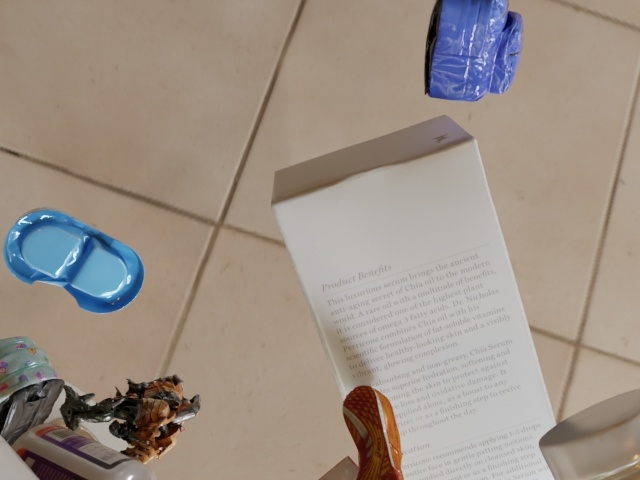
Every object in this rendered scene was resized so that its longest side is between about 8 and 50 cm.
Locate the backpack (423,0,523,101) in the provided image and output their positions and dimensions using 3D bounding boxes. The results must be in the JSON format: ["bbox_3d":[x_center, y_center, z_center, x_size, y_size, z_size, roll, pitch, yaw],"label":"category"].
[{"bbox_3d":[0.163,-0.220,0.943,0.101,0.120,0.098,5,36,8],"label":"backpack"}]

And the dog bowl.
[{"bbox_3d":[-0.512,0.035,1.859,0.297,0.074,0.166,30,98,-29],"label":"dog bowl"}]

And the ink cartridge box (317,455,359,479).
[{"bbox_3d":[0.050,0.432,1.344,0.115,0.067,0.198,-38,127,-12],"label":"ink cartridge box"}]

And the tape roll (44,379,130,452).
[{"bbox_3d":[-0.446,0.422,1.572,0.072,0.392,0.392,-32,80,11],"label":"tape roll"}]

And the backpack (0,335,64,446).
[{"bbox_3d":[-0.445,0.223,1.253,0.115,0.182,0.152,48,30,15],"label":"backpack"}]

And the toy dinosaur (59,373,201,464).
[{"bbox_3d":[-0.313,0.305,1.496,0.219,0.322,0.164,-10,84,1],"label":"toy dinosaur"}]

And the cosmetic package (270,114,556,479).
[{"bbox_3d":[0.121,0.107,1.066,0.230,0.161,0.453,-18,107,3],"label":"cosmetic package"}]

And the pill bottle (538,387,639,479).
[{"bbox_3d":[0.283,0.261,0.705,0.152,0.152,0.272,-25,84,-12],"label":"pill bottle"}]

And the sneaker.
[{"bbox_3d":[0.066,0.236,0.930,0.064,0.067,0.175,-20,54,27],"label":"sneaker"}]

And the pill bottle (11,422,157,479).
[{"bbox_3d":[-0.243,0.277,0.962,0.194,0.108,0.108,15,71,29],"label":"pill bottle"}]

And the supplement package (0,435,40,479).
[{"bbox_3d":[-0.245,0.180,0.583,0.105,0.105,0.179,-42,87,-13],"label":"supplement package"}]
